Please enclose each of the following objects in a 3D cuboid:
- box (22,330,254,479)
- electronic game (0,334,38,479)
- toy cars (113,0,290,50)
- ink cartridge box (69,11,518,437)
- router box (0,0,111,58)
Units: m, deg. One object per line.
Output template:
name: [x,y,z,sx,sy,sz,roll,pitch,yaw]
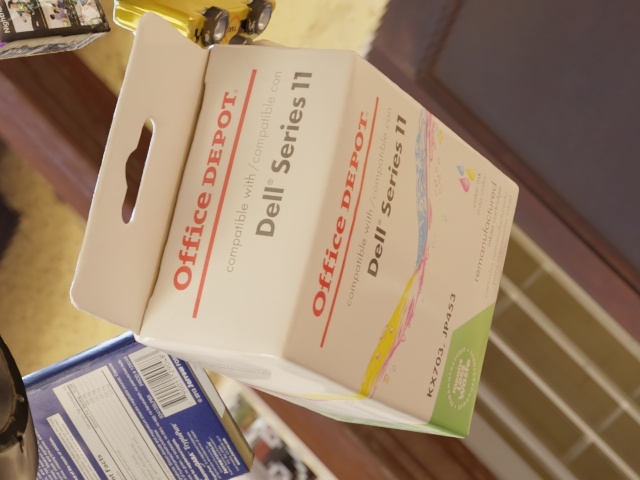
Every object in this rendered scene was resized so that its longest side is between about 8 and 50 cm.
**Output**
box: [-0.181,0.158,1.219,0.225,0.136,0.036,-24,19,13]
electronic game: [-0.219,0.042,0.717,0.048,0.229,0.229,-45,-13,12]
toy cars: [-0.087,-0.148,1.366,0.177,0.393,0.087,7,-69,-22]
ink cartridge box: [0.000,0.000,1.067,0.353,0.119,0.207,29,-109,-57]
router box: [-0.261,-0.242,1.313,0.046,0.178,0.133,-24,-4,36]
